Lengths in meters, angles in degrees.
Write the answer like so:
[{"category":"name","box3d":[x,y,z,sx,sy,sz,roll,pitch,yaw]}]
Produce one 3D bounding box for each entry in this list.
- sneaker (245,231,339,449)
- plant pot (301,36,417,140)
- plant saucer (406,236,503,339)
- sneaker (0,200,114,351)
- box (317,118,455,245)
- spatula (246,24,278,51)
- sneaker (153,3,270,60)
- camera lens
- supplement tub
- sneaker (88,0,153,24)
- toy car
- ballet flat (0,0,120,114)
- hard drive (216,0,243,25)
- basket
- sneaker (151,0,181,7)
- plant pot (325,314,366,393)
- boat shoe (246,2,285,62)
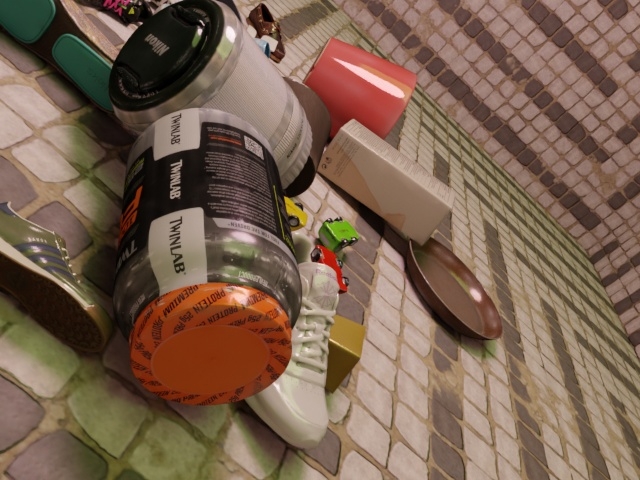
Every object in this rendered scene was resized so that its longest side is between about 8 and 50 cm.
[{"category":"sneaker","box3d":[-0.038,0.114,0.812,0.114,0.152,0.305,27,32,-39]},{"category":"plant pot","box3d":[0.075,-0.377,1.623,0.243,0.275,0.275,31,27,-11]},{"category":"plant saucer","box3d":[0.305,0.114,1.472,0.310,0.050,0.311,36,27,-22]},{"category":"sneaker","box3d":[-0.284,0.028,0.654,0.192,0.064,0.086,39,31,-9]},{"category":"box","box3d":[0.156,-0.140,1.472,0.311,0.121,0.148,37,24,2]},{"category":"spatula","box3d":[-0.203,-0.525,1.644,0.168,0.019,0.242,30,33,-14]},{"category":"sneaker","box3d":[-0.185,-0.400,1.349,0.366,0.150,0.135,41,24,-12]},{"category":"camera lens","box3d":[-0.161,-0.204,0.952,0.274,0.219,0.219,45,17,-50]},{"category":"supplement tub","box3d":[-0.135,0.009,0.749,0.207,0.207,0.338,29,29,-32]},{"category":"sneaker","box3d":[-0.391,-0.468,1.230,0.075,0.063,0.170,46,19,13]},{"category":"toy car","box3d":[0.000,0.000,1.158,0.239,0.053,0.225,54,25,15]},{"category":"ballet flat","box3d":[-0.402,-0.326,0.971,0.316,0.107,0.106,50,18,-17]},{"category":"hard drive","box3d":[-0.286,-0.596,1.580,0.172,0.054,0.255,12,40,-38]},{"category":"basket","box3d":[-0.069,-0.196,1.238,0.204,0.154,0.227,33,32,-23]},{"category":"sneaker","box3d":[-0.362,-0.558,1.409,0.237,0.085,0.086,48,51,-4]},{"category":"plant pot","box3d":[0.008,0.155,0.914,0.083,0.081,0.081,30,27,-6]},{"category":"boat shoe","box3d":[-0.150,-0.604,1.805,0.073,0.073,0.207,10,44,-54]}]
